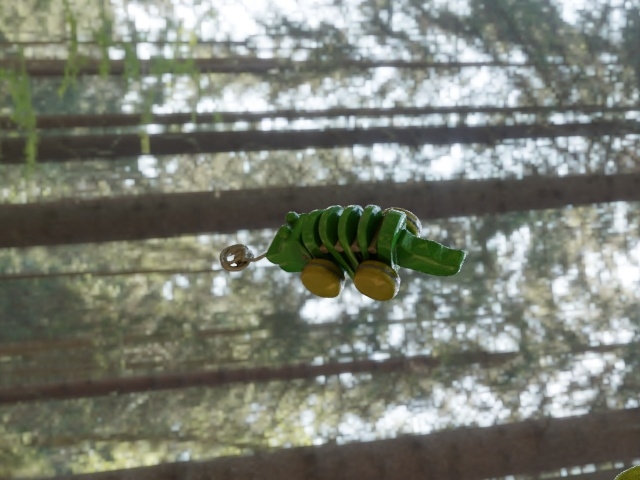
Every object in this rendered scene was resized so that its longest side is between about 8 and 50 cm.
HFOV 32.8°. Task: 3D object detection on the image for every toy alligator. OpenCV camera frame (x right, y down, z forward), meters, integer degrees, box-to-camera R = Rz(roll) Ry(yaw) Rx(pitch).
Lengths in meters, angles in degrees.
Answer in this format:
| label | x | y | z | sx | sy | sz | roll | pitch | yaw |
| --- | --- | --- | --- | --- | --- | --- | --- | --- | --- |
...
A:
| label | x | y | z | sx | sy | sz | roll | pitch | yaw |
| --- | --- | --- | --- | --- | --- | --- | --- | --- | --- |
| toy alligator | 0.000 | 0.000 | 0.699 | 0.051 | 0.189 | 0.056 | 60 | 45 | -39 |

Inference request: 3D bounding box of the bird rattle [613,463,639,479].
| label | x | y | z | sx | sy | sz | roll | pitch | yaw |
| --- | --- | --- | --- | --- | --- | --- | --- | --- | --- |
| bird rattle | 0.196 | 0.137 | 0.327 | 0.253 | 0.143 | 0.207 | -39 | -129 | 46 |
